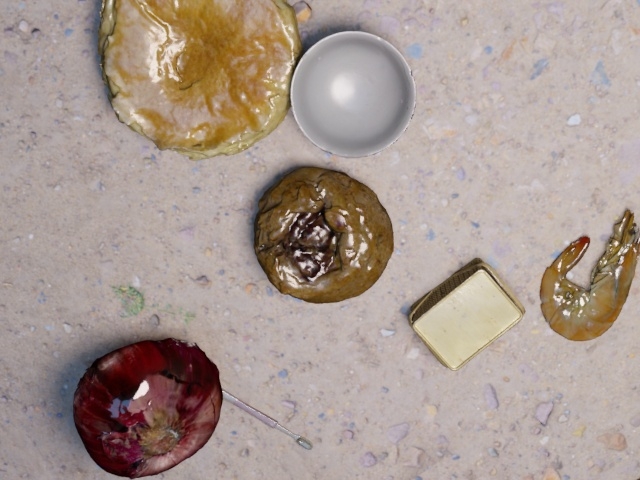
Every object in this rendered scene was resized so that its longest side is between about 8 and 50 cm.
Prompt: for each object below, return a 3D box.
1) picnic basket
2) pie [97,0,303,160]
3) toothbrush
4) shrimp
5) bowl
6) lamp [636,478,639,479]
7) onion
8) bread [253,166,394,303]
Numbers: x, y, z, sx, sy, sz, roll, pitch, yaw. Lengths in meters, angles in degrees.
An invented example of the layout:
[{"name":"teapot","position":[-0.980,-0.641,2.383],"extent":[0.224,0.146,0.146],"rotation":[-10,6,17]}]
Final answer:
[{"name":"picnic basket","position":[0.235,0.118,1.344],"extent":[0.164,0.079,0.115],"rotation":[-39,97,12]},{"name":"pie","position":[-0.186,-0.287,1.270],"extent":[0.340,0.083,0.339],"rotation":[1,102,2]},{"name":"toothbrush","position":[-0.096,0.314,1.451],"extent":[0.194,0.017,0.014],"rotation":[32,99,-2]},{"name":"shrimp","position":[0.437,0.054,1.337],"extent":[0.133,0.053,0.236],"rotation":[25,110,18]},{"name":"bowl","position":[0.053,-0.224,1.267],"extent":[0.189,0.086,0.189],"rotation":[1,105,5]},{"name":"lamp","position":[0.572,0.463,1.434],"extent":[0.054,0.041,0.121],"rotation":[-23,99,18]},{"name":"onion","position":[-0.291,0.261,1.362],"extent":[0.252,0.219,0.252],"rotation":[-20,131,-25]},{"name":"bread","position":[0.000,0.000,1.311],"extent":[0.230,0.123,0.230],"rotation":[1,107,3]}]
